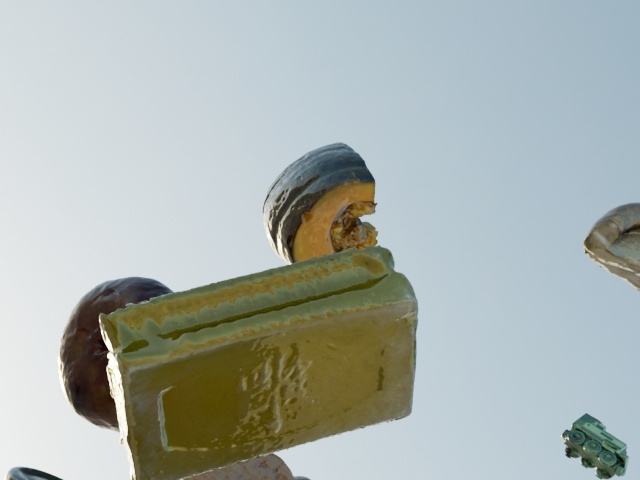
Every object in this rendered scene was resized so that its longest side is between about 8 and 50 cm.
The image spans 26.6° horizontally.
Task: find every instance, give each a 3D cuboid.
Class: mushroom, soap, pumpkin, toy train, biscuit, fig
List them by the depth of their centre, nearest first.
[{"bbox_3d":[0.373,0.020,1.383,0.209,0.094,0.072,20,-19,6],"label":"mushroom"},{"bbox_3d":[-0.057,0.131,1.387,0.091,0.315,0.199,-118,-158,-46],"label":"soap"},{"bbox_3d":[0.313,0.234,1.522,0.083,0.053,0.033,32,-44,34],"label":"toy train"},{"bbox_3d":[-0.196,0.179,1.623,0.190,0.191,0.290,12,-39,37],"label":"fig"},{"bbox_3d":[-0.002,0.005,1.647,0.131,0.126,0.248,-130,-153,-50],"label":"pumpkin"},{"bbox_3d":[-0.072,0.337,1.667,0.236,0.144,0.040,30,-22,-22],"label":"biscuit"}]

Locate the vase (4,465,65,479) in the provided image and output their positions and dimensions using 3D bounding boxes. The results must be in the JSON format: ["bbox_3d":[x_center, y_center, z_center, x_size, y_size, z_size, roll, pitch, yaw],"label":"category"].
[{"bbox_3d":[-0.340,0.378,1.352,0.251,0.301,0.156,27,-2,-26],"label":"vase"}]
